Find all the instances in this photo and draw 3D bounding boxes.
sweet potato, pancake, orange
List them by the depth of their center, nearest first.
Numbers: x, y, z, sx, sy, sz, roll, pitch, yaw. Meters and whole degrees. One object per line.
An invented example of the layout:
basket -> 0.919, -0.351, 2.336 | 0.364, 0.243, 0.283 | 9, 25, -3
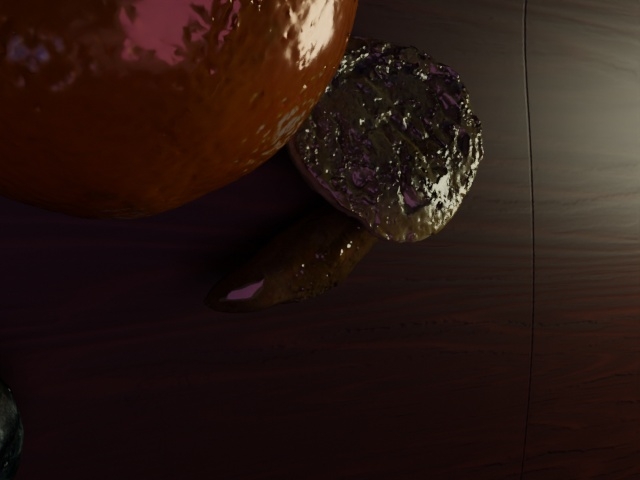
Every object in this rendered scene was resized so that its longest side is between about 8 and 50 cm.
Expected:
orange -> -0.175, -0.220, 0.560 | 0.424, 0.326, 0.424 | 0, 100, -2
pancake -> 0.082, -0.130, 0.843 | 0.282, 0.049, 0.282 | 9, 72, -28
sweet potato -> 0.002, 0.002, 0.870 | 0.341, 0.092, 0.114 | -40, 130, -23

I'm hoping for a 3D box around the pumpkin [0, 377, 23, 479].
pumpkin -> -0.420, 0.207, 0.686 | 0.233, 0.163, 0.233 | -11, 120, -20
